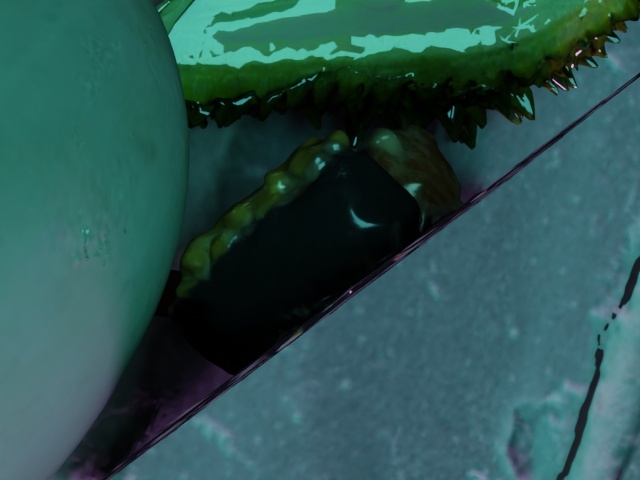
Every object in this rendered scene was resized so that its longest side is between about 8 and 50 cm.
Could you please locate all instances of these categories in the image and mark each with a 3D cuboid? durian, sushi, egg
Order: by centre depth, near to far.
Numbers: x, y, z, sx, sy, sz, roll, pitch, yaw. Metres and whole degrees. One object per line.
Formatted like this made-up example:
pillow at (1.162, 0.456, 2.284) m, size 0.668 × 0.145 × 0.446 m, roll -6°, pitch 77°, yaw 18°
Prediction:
egg at (-0.224, 0.012, 0.538) m, size 0.389 × 0.276 × 0.276 m, roll -30°, pitch 106°, yaw -15°
sushi at (0.000, 0.000, 0.666) m, size 0.264 × 0.290 × 0.050 m, roll -36°, pitch 87°, yaw -18°
durian at (0.068, -0.105, 0.771) m, size 0.375 × 0.106 × 0.132 m, roll -17°, pitch 99°, yaw -23°

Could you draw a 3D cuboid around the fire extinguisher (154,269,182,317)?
fire extinguisher at (-0.066, 0.022, 0.759) m, size 0.083 × 0.028 × 0.022 m, roll 8°, pitch 59°, yaw -26°
